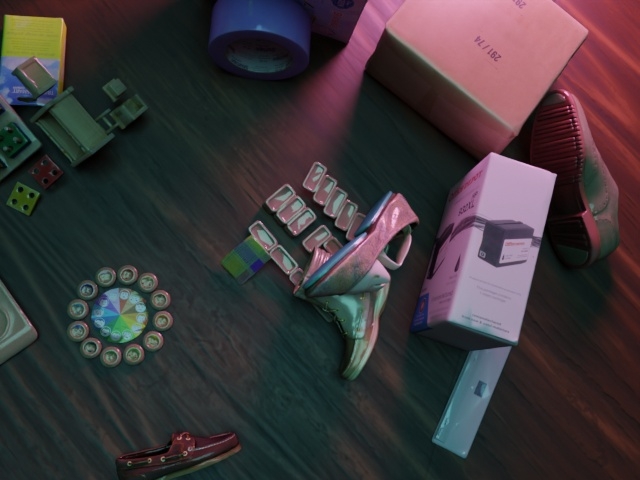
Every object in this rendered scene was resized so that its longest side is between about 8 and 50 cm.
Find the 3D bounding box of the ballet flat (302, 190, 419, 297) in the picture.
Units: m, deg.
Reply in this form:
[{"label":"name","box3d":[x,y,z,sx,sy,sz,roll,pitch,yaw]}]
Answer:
[{"label":"ballet flat","box3d":[0.091,0.024,1.154,0.106,0.107,0.316,47,50,-4]}]

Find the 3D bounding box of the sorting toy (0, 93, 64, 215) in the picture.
[{"label":"sorting toy","box3d":[-0.585,-0.172,1.163,0.132,0.046,0.274,-39,91,2]}]

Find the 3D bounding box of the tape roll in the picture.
[{"label":"tape roll","box3d":[-0.112,-0.378,1.227,0.189,0.189,0.080,6,76,-7]}]

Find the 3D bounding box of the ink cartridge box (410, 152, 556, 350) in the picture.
[{"label":"ink cartridge box","box3d":[0.286,0.030,1.181,0.129,0.223,0.307,19,76,-3]}]

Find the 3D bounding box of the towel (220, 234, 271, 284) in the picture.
[{"label":"towel","box3d":[-0.137,0.035,1.207,0.083,0.009,0.060,-42,93,10]}]

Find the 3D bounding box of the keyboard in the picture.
[{"label":"keyboard","box3d":[0.292,0.275,1.240,0.072,0.014,0.256,29,75,-7]}]

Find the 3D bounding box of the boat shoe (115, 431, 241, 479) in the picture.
[{"label":"boat shoe","box3d":[-0.240,0.361,1.107,0.207,0.073,0.073,-18,83,-12]}]

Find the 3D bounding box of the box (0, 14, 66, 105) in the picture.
[{"label":"box","box3d":[-0.537,-0.328,1.227,0.109,0.042,0.178,1,79,-7]}]

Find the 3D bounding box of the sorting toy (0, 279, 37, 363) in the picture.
[{"label":"sorting toy","box3d":[-0.621,0.137,1.120,0.193,0.038,0.208,-36,90,-14]}]

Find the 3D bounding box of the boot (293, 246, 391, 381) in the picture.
[{"label":"boot","box3d":[0.025,0.131,1.183,0.165,0.077,0.213,21,72,-12]}]

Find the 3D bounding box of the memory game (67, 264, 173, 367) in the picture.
[{"label":"memory game","box3d":[-0.356,0.133,1.170,0.186,0.012,0.186,2,77,-8]}]

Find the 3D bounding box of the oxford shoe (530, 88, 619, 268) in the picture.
[{"label":"oxford shoe","box3d":[0.509,-0.127,1.296,0.130,0.123,0.348,-16,100,-27]}]

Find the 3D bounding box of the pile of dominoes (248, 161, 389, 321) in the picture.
[{"label":"pile of dominoes","box3d":[0.000,0.000,1.253,0.196,0.040,0.251,-42,95,-15]}]

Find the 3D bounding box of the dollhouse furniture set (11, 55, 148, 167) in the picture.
[{"label":"dollhouse furniture set","box3d":[-0.439,-0.256,1.186,0.182,0.101,0.161,52,50,-19]}]

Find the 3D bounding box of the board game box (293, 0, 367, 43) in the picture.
[{"label":"board game box","box3d":[-0.071,-0.471,1.187,0.318,0.319,0.066,18,93,-5]}]

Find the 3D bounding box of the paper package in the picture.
[{"label":"paper package","box3d":[0.307,-0.376,1.303,0.325,0.168,0.309,38,74,2]}]
